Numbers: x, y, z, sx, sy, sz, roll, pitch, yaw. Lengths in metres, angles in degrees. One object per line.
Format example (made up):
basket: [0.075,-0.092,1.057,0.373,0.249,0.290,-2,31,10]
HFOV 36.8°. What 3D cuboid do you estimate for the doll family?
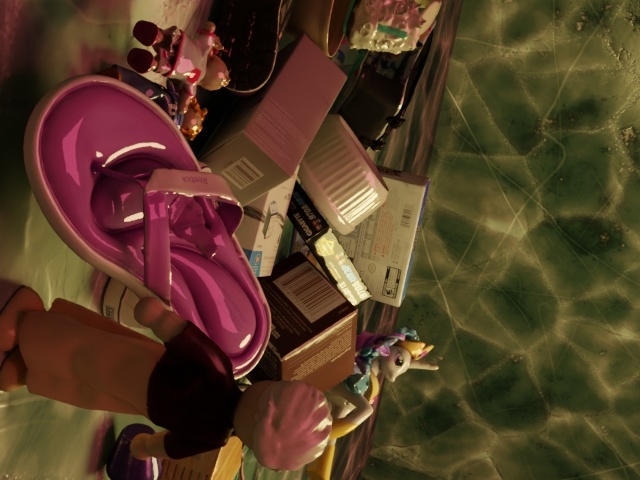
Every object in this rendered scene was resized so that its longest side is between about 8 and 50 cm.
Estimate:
doll family: [-0.186,-0.116,1.058,0.163,0.118,0.263,13,88,-60]

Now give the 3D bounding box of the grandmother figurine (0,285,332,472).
grandmother figurine: [-0.152,0.139,0.947,0.208,0.342,0.104,93,18,-46]

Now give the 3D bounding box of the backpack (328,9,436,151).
backpack: [0.101,-0.321,1.764,0.254,0.191,0.225,-60,-177,-28]

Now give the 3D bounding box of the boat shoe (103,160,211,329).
boat shoe: [-0.184,0.008,1.238,0.095,0.084,0.258,84,25,-58]

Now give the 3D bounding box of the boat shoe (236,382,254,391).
boat shoe: [-0.162,0.265,1.553,0.219,0.070,0.078,8,80,-40]

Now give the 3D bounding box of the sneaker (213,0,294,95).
sneaker: [-0.081,-0.334,1.297,0.124,0.107,0.283,-132,-118,-88]

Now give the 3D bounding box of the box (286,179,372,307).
box: [0.000,0.000,1.695,0.051,0.175,0.220,-34,138,-1]

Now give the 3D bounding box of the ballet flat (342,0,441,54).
ballet flat: [0.134,-0.405,1.578,0.409,0.146,0.147,-71,169,-52]

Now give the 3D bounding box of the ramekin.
ramekin: [0.031,-0.124,1.677,0.109,0.207,0.207,-34,170,8]

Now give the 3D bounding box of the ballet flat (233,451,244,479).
ballet flat: [-0.178,0.449,1.840,0.079,0.076,0.222,-90,-174,-57]

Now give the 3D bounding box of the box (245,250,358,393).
box: [-0.050,0.166,1.681,0.167,0.168,0.203,-31,147,-24]

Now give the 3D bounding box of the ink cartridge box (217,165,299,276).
ink cartridge box: [-0.108,-0.044,1.509,0.139,0.082,0.191,0,107,-77]

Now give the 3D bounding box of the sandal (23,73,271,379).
sandal: [-0.131,-0.006,0.961,0.169,0.102,0.416,-64,143,-27]

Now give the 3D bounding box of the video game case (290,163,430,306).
video game case: [0.073,-0.026,1.923,0.061,0.244,0.270,-52,154,-62]

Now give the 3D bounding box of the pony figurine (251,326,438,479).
pony figurine: [0.005,0.255,1.891,0.363,0.351,0.303,-42,147,-32]

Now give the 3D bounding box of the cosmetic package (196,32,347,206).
cosmetic package: [-0.067,-0.173,1.372,0.127,0.107,0.238,-29,-151,42]

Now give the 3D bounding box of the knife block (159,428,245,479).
knife block: [-0.191,0.385,1.648,0.242,0.088,0.276,40,66,-75]

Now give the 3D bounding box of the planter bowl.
planter bowl: [-0.017,-0.366,1.436,0.162,0.109,0.162,15,90,-83]

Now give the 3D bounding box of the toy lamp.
toy lamp: [-0.268,0.381,1.346,0.080,0.080,0.275,-46,149,-64]
